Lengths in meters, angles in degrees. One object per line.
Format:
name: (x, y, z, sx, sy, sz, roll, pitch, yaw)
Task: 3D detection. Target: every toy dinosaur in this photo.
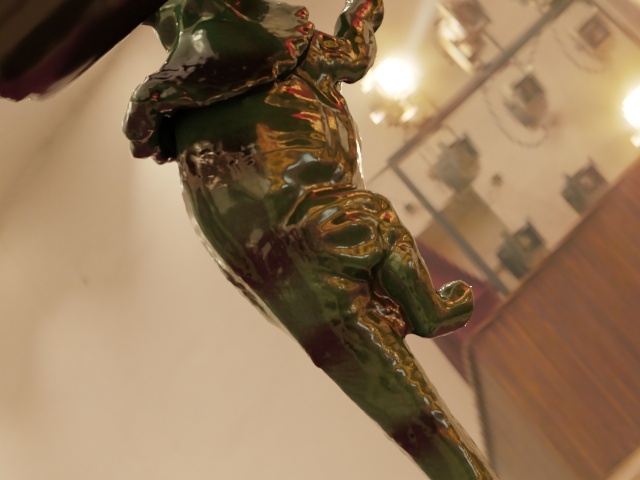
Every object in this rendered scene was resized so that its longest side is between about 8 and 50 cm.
toy dinosaur: (0.010, -0.007, 0.548, 0.079, 0.292, 0.120, -35, 0, 41)

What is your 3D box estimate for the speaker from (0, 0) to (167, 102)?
speaker: (-0.019, -0.212, 0.477, 0.329, 0.259, 0.198, -41, -57, 8)
